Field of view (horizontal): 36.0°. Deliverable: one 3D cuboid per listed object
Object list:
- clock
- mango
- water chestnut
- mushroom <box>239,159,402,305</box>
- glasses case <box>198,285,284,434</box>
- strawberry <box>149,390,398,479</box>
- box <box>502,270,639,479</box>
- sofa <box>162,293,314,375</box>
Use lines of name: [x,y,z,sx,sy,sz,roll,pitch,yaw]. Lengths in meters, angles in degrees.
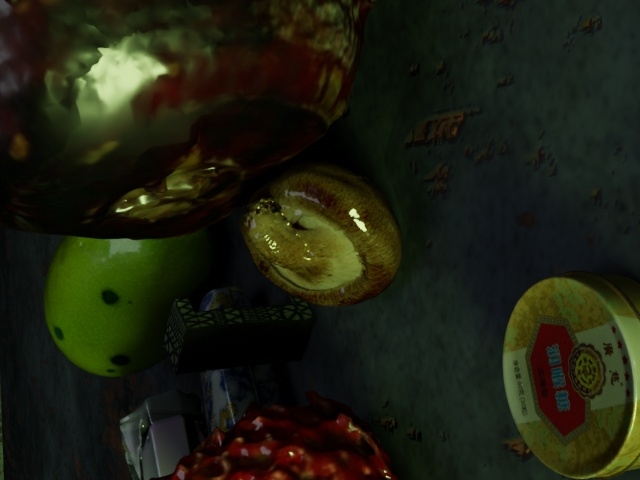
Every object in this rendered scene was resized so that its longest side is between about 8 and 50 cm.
clock: [-0.143,0.275,0.980,0.253,0.083,0.186,103,153,-60]
mango: [-0.216,0.049,1.100,0.175,0.143,0.293,44,137,-1]
water chestnut: [-0.140,-0.161,0.702,0.302,0.350,0.350,61,148,11]
mushroom: [0.000,0.000,0.702,0.087,0.127,0.127,-55,4,-35]
glasses case: [-0.068,0.162,0.899,0.087,0.065,0.248,117,142,-54]
strawberry: [0.007,0.234,0.666,0.244,0.205,0.205,29,121,35]
box: [0.138,0.068,0.504,0.105,0.037,0.105,10,101,63]
sofa: [-0.069,0.076,0.835,0.039,0.118,0.060,61,144,40]
